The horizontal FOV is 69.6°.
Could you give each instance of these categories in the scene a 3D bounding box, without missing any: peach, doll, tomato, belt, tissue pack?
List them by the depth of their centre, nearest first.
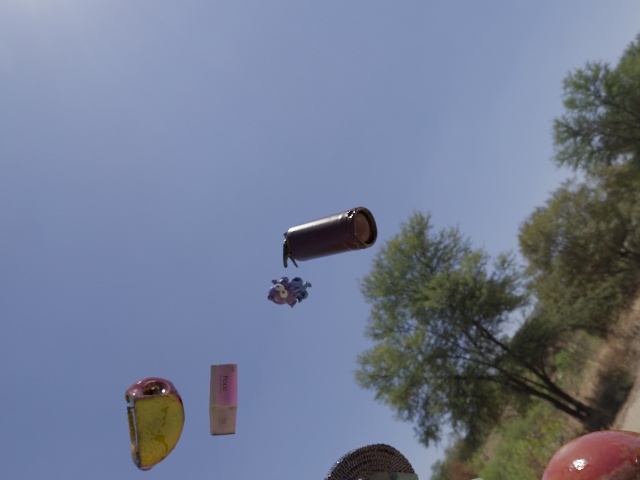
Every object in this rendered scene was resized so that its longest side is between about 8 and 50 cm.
[{"bbox_3d":[0.510,0.458,0.776,0.265,0.264,0.265,-37,-38,-36],"label":"tomato"},{"bbox_3d":[0.114,0.654,1.095,0.122,0.260,0.325,97,-165,-63],"label":"belt"},{"bbox_3d":[-0.469,0.514,1.316,0.153,0.158,0.268,-8,-73,-27],"label":"peach"},{"bbox_3d":[-0.098,0.159,1.474,0.205,0.110,0.067,-15,-34,-53],"label":"doll"},{"bbox_3d":[-0.326,0.540,1.550,0.092,0.149,0.246,2,-42,-12],"label":"tissue pack"}]

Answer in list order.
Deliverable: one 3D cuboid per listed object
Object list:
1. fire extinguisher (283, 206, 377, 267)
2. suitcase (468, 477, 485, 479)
[{"bbox_3d":[0.000,0.000,1.089,0.104,0.268,0.105,19,-115,-47],"label":"fire extinguisher"},{"bbox_3d":[0.359,0.730,1.153,0.234,0.194,0.143,-14,-71,1],"label":"suitcase"}]
